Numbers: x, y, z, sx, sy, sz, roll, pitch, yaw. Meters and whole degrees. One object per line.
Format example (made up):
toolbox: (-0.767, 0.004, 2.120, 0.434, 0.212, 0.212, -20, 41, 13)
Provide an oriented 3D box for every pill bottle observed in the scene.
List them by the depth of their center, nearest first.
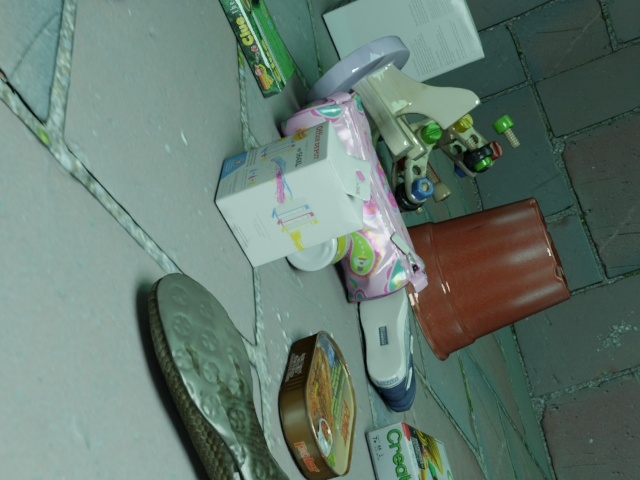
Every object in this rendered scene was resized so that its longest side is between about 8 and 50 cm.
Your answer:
pill bottle: (0.000, 0.000, 1.164, 0.116, 0.065, 0.065, -17, 87, -76)

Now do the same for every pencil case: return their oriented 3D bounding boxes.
pencil case: (0.048, -0.055, 1.299, 0.124, 0.124, 0.284, -42, 110, -75)

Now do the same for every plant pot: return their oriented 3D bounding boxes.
plant pot: (0.311, 0.057, 1.819, 0.272, 0.265, 0.272, -20, 90, -75)

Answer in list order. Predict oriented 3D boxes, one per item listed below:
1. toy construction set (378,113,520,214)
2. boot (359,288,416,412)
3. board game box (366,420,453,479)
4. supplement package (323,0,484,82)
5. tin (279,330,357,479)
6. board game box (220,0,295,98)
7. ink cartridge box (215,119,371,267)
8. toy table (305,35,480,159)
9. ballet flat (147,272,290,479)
toy construction set: (0.196, -0.197, 1.913, 0.237, 0.257, 0.309, 58, -7, 5)
boot: (0.096, 0.142, 1.345, 0.190, 0.069, 0.086, -84, 158, -44)
board game box: (0.143, 0.386, 1.184, 0.193, 0.053, 0.305, 40, 33, -61)
supplement package: (0.170, -0.428, 1.960, 0.198, 0.262, 0.199, -72, 139, -68)
tin: (0.000, 0.169, 0.997, 0.106, 0.040, 0.190, 61, 17, -18)
board game box: (-0.106, -0.325, 1.291, 0.136, 0.030, 0.260, -77, 144, -69)
ink cartridge box: (-0.021, -0.052, 0.998, 0.092, 0.143, 0.090, -88, 153, -57)
toy table: (0.097, -0.196, 1.480, 0.161, 0.252, 0.274, 55, 24, 4)
ballet flat: (-0.074, 0.144, 0.741, 0.084, 0.058, 0.250, -28, 92, -54)
